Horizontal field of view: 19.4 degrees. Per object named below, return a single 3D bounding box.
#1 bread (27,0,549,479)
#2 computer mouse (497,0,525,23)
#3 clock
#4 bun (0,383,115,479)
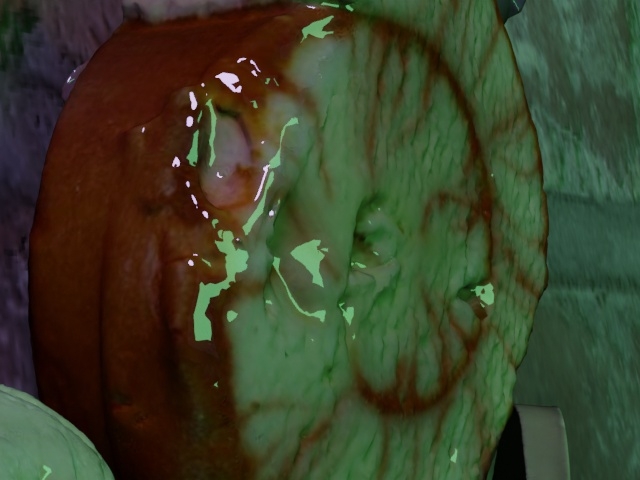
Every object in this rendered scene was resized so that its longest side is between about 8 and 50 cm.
[{"bbox_3d":[0.001,0.004,0.843,0.295,0.114,0.327,52,46,-47],"label":"bread"},{"bbox_3d":[0.047,-0.225,1.120,0.232,0.057,0.120,54,37,-25],"label":"computer mouse"},{"bbox_3d":[0.099,0.196,0.920,0.235,0.029,0.234,3,90,-88],"label":"clock"},{"bbox_3d":[-0.121,0.149,0.643,0.221,0.108,0.221,29,53,-48],"label":"bun"}]
